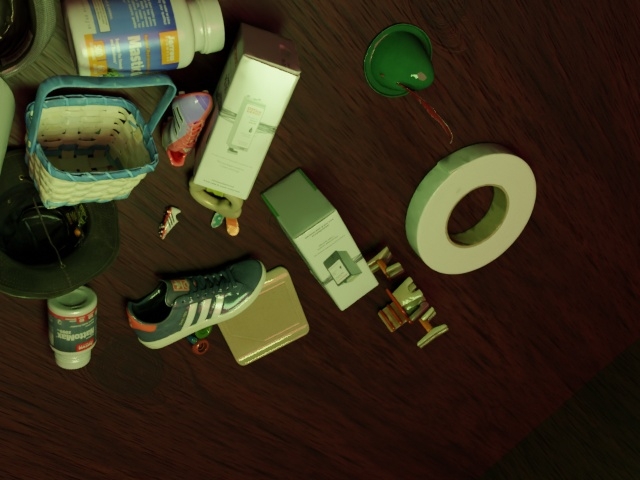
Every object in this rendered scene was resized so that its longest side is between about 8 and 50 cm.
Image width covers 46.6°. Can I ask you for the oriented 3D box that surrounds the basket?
[{"bbox_3d":[-0.426,-0.199,1.382,0.254,0.201,0.289,-9,155,-42],"label":"basket"}]

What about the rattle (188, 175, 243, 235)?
[{"bbox_3d":[-0.217,-0.120,1.706,0.130,0.143,0.200,-8,151,16],"label":"rattle"}]

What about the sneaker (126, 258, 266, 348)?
[{"bbox_3d":[-0.299,0.126,1.772,0.350,0.131,0.148,-30,137,-6],"label":"sneaker"}]

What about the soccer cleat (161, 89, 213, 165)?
[{"bbox_3d":[-0.263,-0.224,1.477,0.083,0.248,0.095,-7,82,-25],"label":"soccer cleat"}]

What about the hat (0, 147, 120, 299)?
[{"bbox_3d":[-0.574,-0.025,1.480,0.331,0.331,0.134,16,156,-36],"label":"hat"}]

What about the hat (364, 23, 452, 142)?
[{"bbox_3d":[0.225,-0.365,1.664,0.208,0.183,0.173,19,112,-37],"label":"hat"}]

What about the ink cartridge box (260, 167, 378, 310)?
[{"bbox_3d":[0.000,0.000,1.793,0.121,0.211,0.289,-35,134,-3],"label":"ink cartridge box"}]

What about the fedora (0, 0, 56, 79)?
[{"bbox_3d":[-0.575,-0.405,1.233,0.243,0.124,0.275,-19,139,-13],"label":"fedora"}]

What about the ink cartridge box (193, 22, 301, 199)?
[{"bbox_3d":[-0.152,-0.259,1.471,0.117,0.207,0.283,17,119,-17],"label":"ink cartridge box"}]

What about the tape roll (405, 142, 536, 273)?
[{"bbox_3d":[0.416,-0.083,2.054,0.391,0.072,0.392,-14,128,-19],"label":"tape roll"}]

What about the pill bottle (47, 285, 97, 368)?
[{"bbox_3d":[-0.566,0.201,1.697,0.107,0.108,0.180,-6,126,-25],"label":"pill bottle"}]

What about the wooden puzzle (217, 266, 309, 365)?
[{"bbox_3d":[-0.159,0.199,1.969,0.220,0.044,0.239,-26,127,-9],"label":"wooden puzzle"}]

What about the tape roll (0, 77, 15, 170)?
[{"bbox_3d":[-0.655,-0.190,1.243,0.246,0.169,0.246,2,156,1],"label":"tape roll"}]

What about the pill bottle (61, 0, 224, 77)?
[{"bbox_3d":[-0.322,-0.385,1.369,0.272,0.152,0.152,-14,129,-19],"label":"pill bottle"}]

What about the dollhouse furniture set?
[{"bbox_3d":[0.217,0.178,2.031,0.135,0.262,0.259,-37,164,3],"label":"dollhouse furniture set"}]

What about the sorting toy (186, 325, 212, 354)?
[{"bbox_3d":[-0.318,0.245,1.918,0.061,0.042,0.102,-9,116,-43],"label":"sorting toy"}]

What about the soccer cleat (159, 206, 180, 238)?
[{"bbox_3d":[-0.344,-0.039,1.697,0.035,0.029,0.083,9,114,-29],"label":"soccer cleat"}]
